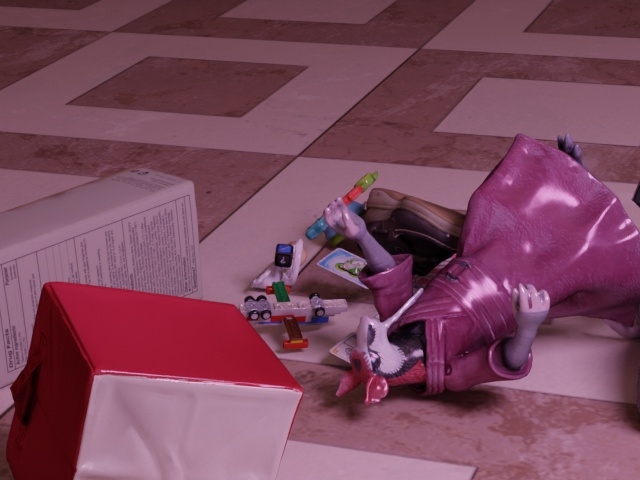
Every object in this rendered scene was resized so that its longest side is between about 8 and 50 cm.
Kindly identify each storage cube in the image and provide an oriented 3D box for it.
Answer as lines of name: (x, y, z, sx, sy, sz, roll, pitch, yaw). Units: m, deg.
storage cube: (-0.151, 0.162, 1.292, 0.215, 0.183, 0.193, 8, 16, -25)

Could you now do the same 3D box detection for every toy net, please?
toy net: (0.000, 0.000, 1.873, 0.122, 0.045, 0.232, -38, 5, 46)

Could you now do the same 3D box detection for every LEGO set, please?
LEGO set: (0.019, 0.085, 1.718, 0.244, 0.060, 0.182, 25, 37, 26)

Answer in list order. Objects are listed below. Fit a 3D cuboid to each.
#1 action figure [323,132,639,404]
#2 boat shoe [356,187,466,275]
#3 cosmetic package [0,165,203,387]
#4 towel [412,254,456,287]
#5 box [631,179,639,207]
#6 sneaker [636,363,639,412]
action figure: (0.159, 0.059, 1.588, 0.370, 0.275, 0.248, -38, 57, -15)
boat shoe: (0.114, -0.002, 1.784, 0.103, 0.092, 0.285, 22, 0, -20)
cosmetic package: (-0.286, 0.035, 1.713, 0.113, 0.160, 0.309, 17, 27, 41)
towel: (0.182, 0.027, 1.858, 0.144, 0.029, 0.197, -3, 22, 1)
box: (0.530, 0.004, 1.571, 0.293, 0.073, 0.295, -4, 38, -30)
sneaker: (0.435, 0.092, 1.549, 0.180, 0.124, 0.321, 15, 35, 14)
